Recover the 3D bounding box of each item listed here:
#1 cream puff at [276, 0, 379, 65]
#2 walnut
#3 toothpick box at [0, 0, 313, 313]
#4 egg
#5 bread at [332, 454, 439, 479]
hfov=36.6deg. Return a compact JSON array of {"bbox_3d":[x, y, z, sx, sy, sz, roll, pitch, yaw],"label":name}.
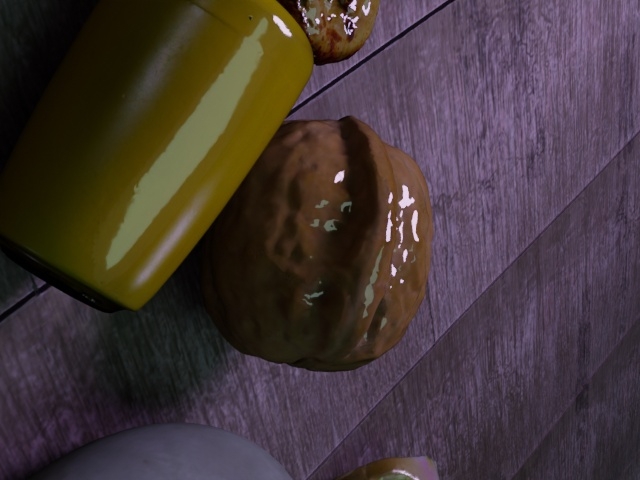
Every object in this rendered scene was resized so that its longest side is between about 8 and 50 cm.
[{"bbox_3d":[-0.005,-0.242,0.933,0.149,0.084,0.149,-29,127,-47],"label":"cream puff"},{"bbox_3d":[0.000,0.000,0.951,0.224,0.257,0.257,14,97,-22],"label":"walnut"},{"bbox_3d":[-0.140,-0.080,0.767,0.271,0.175,0.175,-59,143,-9],"label":"toothpick box"},{"bbox_3d":[-0.161,0.297,0.855,0.352,0.258,0.258,-21,124,-54],"label":"egg"},{"bbox_3d":[0.075,0.402,1.300,0.158,0.156,0.261,39,74,-54],"label":"bread"}]
